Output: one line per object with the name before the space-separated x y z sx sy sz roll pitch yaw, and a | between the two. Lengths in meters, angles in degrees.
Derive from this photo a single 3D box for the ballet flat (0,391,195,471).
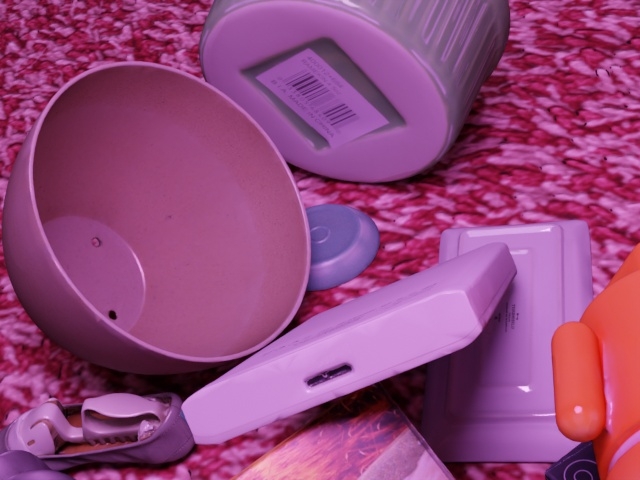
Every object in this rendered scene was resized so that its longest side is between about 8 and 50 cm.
ballet flat | -0.214 0.165 0.951 0.213 0.068 0.072 -7 44 13

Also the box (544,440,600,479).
box | 0.287 0.215 0.673 0.163 0.142 0.247 -32 45 -17

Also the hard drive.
hard drive | 0.041 0.067 0.815 0.203 0.040 0.307 -23 -1 15

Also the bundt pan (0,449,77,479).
bundt pan | -0.289 0.295 0.804 0.330 0.124 0.331 -9 44 9

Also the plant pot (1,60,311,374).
plant pot | -0.178 0.006 0.991 0.191 0.284 0.284 -32 28 43

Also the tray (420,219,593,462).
tray | 0.166 0.074 0.943 0.145 0.030 0.270 -4 44 16

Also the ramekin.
ramekin | 0.026 -0.194 1.079 0.303 0.303 0.148 7 56 25

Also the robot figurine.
robot figurine | 0.220 0.099 0.617 0.128 0.158 0.219 -25 37 24

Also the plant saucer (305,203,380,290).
plant saucer | 0.000 0.000 1.082 0.119 0.021 0.119 -9 43 9

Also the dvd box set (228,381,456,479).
dvd box set | -0.043 0.322 0.640 0.420 0.062 0.308 -33 72 -16
